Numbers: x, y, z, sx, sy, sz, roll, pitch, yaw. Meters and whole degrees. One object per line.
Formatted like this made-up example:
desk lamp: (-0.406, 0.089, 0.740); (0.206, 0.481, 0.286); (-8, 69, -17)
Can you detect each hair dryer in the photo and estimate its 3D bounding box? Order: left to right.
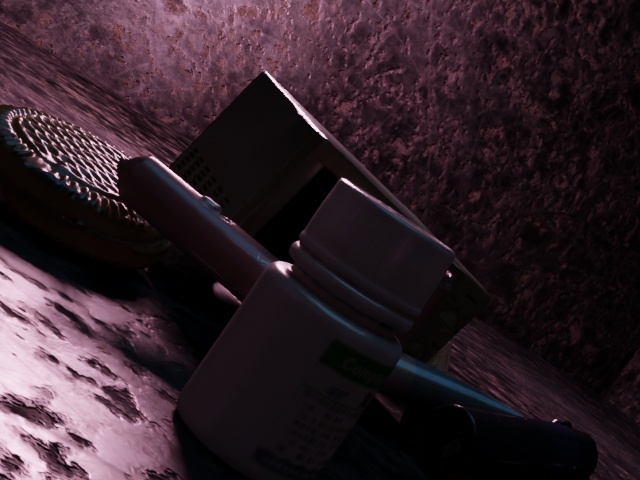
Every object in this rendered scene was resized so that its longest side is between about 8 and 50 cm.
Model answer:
hair dryer: (-0.062, 0.011, 1.103); (0.352, 0.210, 0.125); (39, 6, 4)

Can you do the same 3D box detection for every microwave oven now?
microwave oven: (0.000, 0.000, 1.417); (0.355, 0.218, 0.286); (41, 6, -34)

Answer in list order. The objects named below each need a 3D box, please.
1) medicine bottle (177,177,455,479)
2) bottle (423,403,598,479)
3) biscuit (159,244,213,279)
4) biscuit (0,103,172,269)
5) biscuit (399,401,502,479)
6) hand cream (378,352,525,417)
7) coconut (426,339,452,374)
medicine bottle: (-0.001, 0.076, 0.893); (0.139, 0.237, 0.139); (34, 4, -2)
bottle: (0.217, 0.227, 1.201); (0.244, 0.072, 0.082); (18, 54, -41)
biscuit: (-0.204, -0.003, 1.423); (0.265, 0.040, 0.188); (27, 9, -46)
biscuit: (-0.270, -0.062, 1.209); (0.259, 0.079, 0.259); (32, 15, -10)
biscuit: (0.241, 0.301, 1.299); (0.367, 0.063, 0.314); (39, 6, 38)
hand cream: (0.096, 0.167, 1.292); (0.312, 0.070, 0.111); (23, -11, -9)
coconut: (0.135, 0.164, 1.595); (0.116, 0.116, 0.122); (36, 10, 20)
